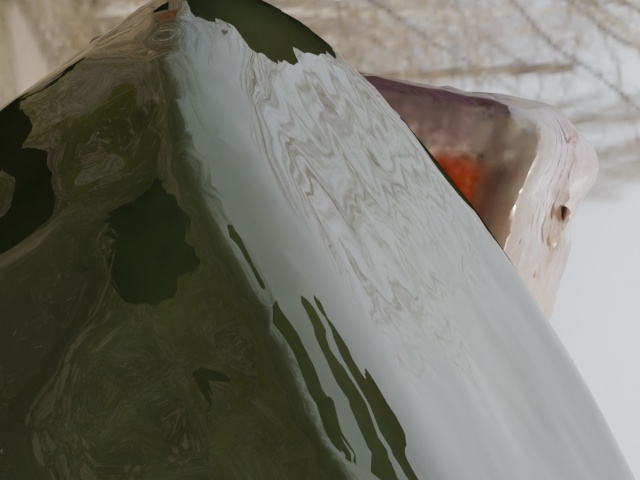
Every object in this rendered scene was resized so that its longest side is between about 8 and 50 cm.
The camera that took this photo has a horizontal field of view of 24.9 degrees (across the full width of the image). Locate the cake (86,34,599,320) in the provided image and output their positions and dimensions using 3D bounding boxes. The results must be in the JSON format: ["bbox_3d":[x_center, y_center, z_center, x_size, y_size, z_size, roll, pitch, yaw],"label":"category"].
[{"bbox_3d":[0.000,0.000,0.936,0.230,0.308,0.237,7,97,-68],"label":"cake"}]

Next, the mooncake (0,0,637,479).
[{"bbox_3d":[-0.014,0.095,0.531,0.356,0.194,0.356,50,18,-23],"label":"mooncake"}]
